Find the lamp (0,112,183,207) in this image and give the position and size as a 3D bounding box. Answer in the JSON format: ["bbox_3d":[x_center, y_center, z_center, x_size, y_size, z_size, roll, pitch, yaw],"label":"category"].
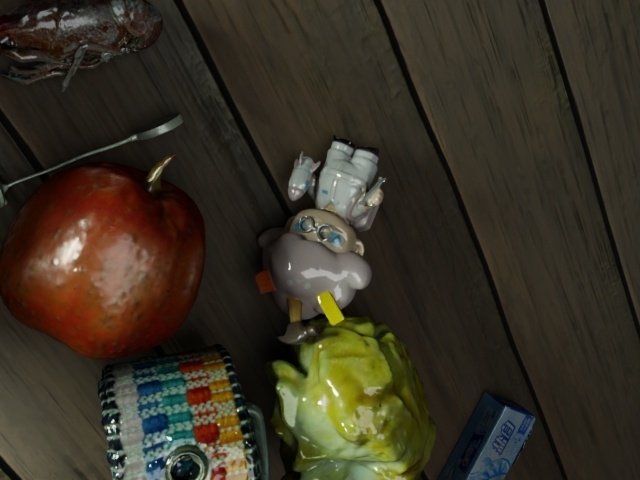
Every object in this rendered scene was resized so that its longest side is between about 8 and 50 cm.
[{"bbox_3d":[-0.228,-0.093,0.650,0.198,0.050,0.056,-26,112,-14],"label":"lamp"}]

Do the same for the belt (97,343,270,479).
[{"bbox_3d":[-0.127,0.253,0.708,0.160,0.207,0.295,-10,111,-18],"label":"belt"}]

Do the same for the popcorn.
[{"bbox_3d":[0.032,0.190,0.762,0.183,0.204,0.221,-10,110,0],"label":"popcorn"}]

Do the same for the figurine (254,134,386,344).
[{"bbox_3d":[0.000,0.000,0.743,0.137,0.112,0.229,19,85,16],"label":"figurine"}]

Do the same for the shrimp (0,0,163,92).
[{"bbox_3d":[-0.236,-0.182,0.613,0.190,0.075,0.073,-22,145,-23],"label":"shrimp"}]

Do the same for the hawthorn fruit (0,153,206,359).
[{"bbox_3d":[-0.186,0.003,0.621,0.179,0.179,0.200,19,112,-27],"label":"hawthorn fruit"}]

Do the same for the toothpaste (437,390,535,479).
[{"bbox_3d":[0.205,0.347,0.963,0.066,0.053,0.272,25,95,-27],"label":"toothpaste"}]
